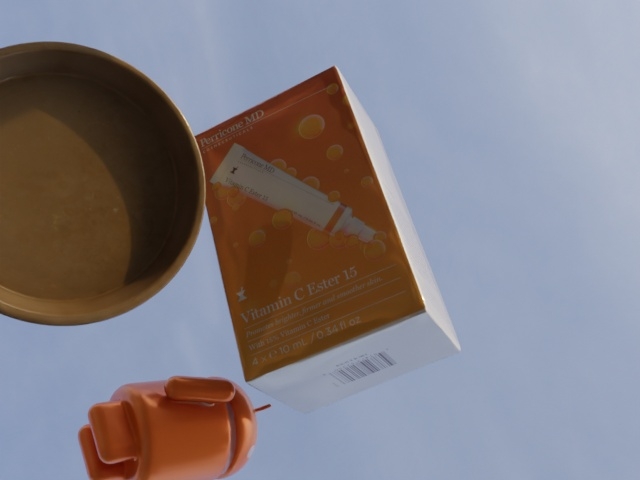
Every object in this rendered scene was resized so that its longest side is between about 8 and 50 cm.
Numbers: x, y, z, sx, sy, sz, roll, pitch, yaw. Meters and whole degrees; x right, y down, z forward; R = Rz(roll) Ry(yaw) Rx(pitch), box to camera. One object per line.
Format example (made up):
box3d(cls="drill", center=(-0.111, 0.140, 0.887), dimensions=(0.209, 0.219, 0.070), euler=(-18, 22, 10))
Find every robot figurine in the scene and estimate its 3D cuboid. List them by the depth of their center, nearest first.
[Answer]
box3d(cls="robot figurine", center=(-0.166, 0.226, 0.917), dimensions=(0.219, 0.128, 0.158), euler=(2, -84, -38))

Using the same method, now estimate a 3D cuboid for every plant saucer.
box3d(cls="plant saucer", center=(-0.249, -0.055, 0.756), dimensions=(0.277, 0.041, 0.278), euler=(5, -102, -26))

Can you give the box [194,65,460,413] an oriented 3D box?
box3d(cls="box", center=(0.000, 0.000, 0.950), dimensions=(0.215, 0.168, 0.345), euler=(-25, -121, 12))
